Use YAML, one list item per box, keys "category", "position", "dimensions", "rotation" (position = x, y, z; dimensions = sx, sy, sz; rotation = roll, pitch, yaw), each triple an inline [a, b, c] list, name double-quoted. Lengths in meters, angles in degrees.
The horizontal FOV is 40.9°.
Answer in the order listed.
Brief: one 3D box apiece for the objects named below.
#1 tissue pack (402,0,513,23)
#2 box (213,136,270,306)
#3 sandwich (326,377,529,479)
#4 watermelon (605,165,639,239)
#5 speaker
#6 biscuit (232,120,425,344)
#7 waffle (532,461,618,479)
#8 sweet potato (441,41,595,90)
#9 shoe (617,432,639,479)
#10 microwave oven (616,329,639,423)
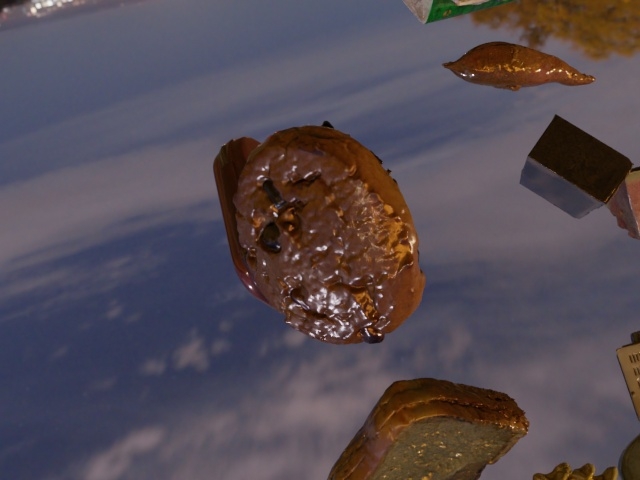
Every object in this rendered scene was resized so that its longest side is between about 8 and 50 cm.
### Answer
- category: "tissue pack"
  position: [0.250, -0.430, 1.352]
  dimensions: [0.209, 0.148, 0.156]
  rotation: [-21, -120, -23]
- category: "box"
  position: [-0.105, -0.030, 1.771]
  dimensions: [0.108, 0.263, 0.403]
  rotation: [-30, -129, 18]
- category: "sandwich"
  position: [0.175, 0.372, 1.473]
  dimensions: [0.271, 0.301, 0.099]
  rotation: [12, -147, -31]
- category: "watermelon"
  position: [0.572, -0.078, 1.370]
  dimensions: [0.231, 0.146, 0.128]
  rotation: [2, -131, 19]
- category: "speaker"
  position: [0.242, -0.064, 0.833]
  dimensions: [0.082, 0.044, 0.218]
  rotation: [34, -176, 11]
- category: "biscuit"
  position: [-0.001, 0.000, 1.074]
  dimensions: [0.296, 0.295, 0.075]
  rotation: [4, -158, 41]
- category: "waffle"
  position: [0.423, 0.499, 1.424]
  dimensions: [0.261, 0.249, 0.056]
  rotation: [-12, 158, -9]
- category: "sweet potato"
  position: [0.285, -0.240, 1.192]
  dimensions: [0.226, 0.068, 0.068]
  rotation: [3, -163, -9]
- category: "shoe"
  position: [0.626, 0.389, 1.583]
  dimensions: [0.251, 0.103, 0.100]
  rotation: [-25, 164, -27]
- category: "microwave oven"
  position: [0.573, 0.213, 1.348]
  dimensions: [0.145, 0.193, 0.241]
  rotation: [-25, 166, 30]
